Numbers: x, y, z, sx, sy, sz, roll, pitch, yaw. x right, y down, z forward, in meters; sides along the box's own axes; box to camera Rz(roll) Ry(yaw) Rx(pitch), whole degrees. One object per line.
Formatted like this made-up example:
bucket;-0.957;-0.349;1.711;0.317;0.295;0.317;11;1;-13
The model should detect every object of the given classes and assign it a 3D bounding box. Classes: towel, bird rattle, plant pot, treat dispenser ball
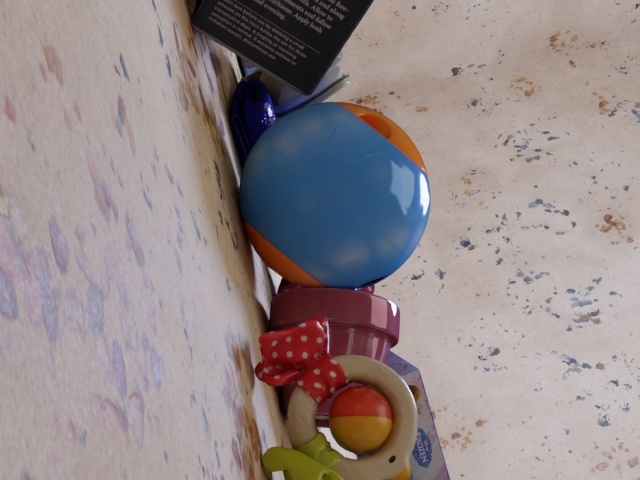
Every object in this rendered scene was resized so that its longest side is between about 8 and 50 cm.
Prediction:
towel;-0.094;-0.115;1.746;0.227;0.076;0.308;-116;-168;-71
bird rattle;0.017;0.218;1.254;0.143;0.207;0.253;108;-15;-57
plant pot;0.016;0.183;1.507;0.201;0.201;0.180;71;22;-68
treat dispenser ball;0.022;-0.065;1.507;0.288;0.288;0.288;-12;90;-87

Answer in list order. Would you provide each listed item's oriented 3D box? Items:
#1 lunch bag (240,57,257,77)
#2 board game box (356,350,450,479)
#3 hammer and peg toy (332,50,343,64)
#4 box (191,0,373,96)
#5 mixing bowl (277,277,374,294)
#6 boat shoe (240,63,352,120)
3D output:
lunch bag;-0.118;-0.390;2.181;0.293;0.138;0.220;-123;-165;-60
board game box;0.118;0.329;1.714;0.318;0.066;0.318;-154;-134;-69
hammer and peg toy;-0.078;-0.512;1.929;0.266;0.127;0.361;18;47;-35
box;-0.003;-0.467;1.509;0.212;0.395;0.293;30;20;-17
mixing bowl;-0.007;0.088;1.736;0.098;0.181;0.181;57;9;-18
boat shoe;-0.061;-0.279;1.817;0.302;0.113;0.103;-10;-68;56
